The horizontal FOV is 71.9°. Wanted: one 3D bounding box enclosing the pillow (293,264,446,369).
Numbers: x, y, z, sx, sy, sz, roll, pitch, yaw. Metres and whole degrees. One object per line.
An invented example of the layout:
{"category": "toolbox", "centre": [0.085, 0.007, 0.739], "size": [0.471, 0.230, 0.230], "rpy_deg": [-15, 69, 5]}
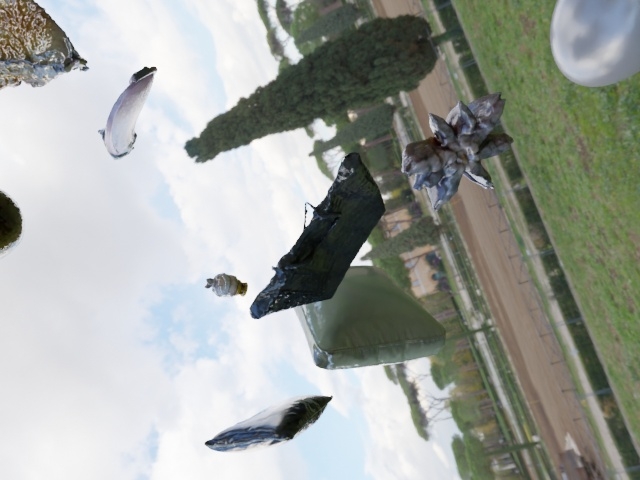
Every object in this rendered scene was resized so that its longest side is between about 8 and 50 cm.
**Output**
{"category": "pillow", "centre": [0.071, 0.140, 0.895], "size": [0.322, 0.256, 0.119], "rpy_deg": [-130, 41, -63]}

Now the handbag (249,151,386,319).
{"category": "handbag", "centre": [0.000, 0.000, 0.661], "size": [0.089, 0.270, 0.175], "rpy_deg": [34, -171, 18]}

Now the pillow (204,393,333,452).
{"category": "pillow", "centre": [-0.067, 0.287, 0.700], "size": [0.208, 0.142, 0.055], "rpy_deg": [15, -119, -68]}

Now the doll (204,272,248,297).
{"category": "doll", "centre": [-0.285, 0.128, 1.320], "size": [0.127, 0.073, 0.084], "rpy_deg": [17, -155, -27]}

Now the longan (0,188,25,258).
{"category": "longan", "centre": [-0.533, -0.029, 0.658], "size": [0.155, 0.176, 0.145], "rpy_deg": [-36, -78, -51]}

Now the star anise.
{"category": "star anise", "centre": [0.243, -0.156, 0.799], "size": [0.093, 0.237, 0.229], "rpy_deg": [-128, 38, -50]}

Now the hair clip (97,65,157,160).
{"category": "hair clip", "centre": [-0.447, -0.277, 1.004], "size": [0.110, 0.359, 0.095], "rpy_deg": [-16, -92, -36]}

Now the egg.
{"category": "egg", "centre": [0.452, -0.341, 0.679], "size": [0.232, 0.176, 0.176], "rpy_deg": [60, -166, -68]}

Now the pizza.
{"category": "pizza", "centre": [-0.318, -0.204, 0.449], "size": [0.052, 0.195, 0.185], "rpy_deg": [43, -112, -80]}
